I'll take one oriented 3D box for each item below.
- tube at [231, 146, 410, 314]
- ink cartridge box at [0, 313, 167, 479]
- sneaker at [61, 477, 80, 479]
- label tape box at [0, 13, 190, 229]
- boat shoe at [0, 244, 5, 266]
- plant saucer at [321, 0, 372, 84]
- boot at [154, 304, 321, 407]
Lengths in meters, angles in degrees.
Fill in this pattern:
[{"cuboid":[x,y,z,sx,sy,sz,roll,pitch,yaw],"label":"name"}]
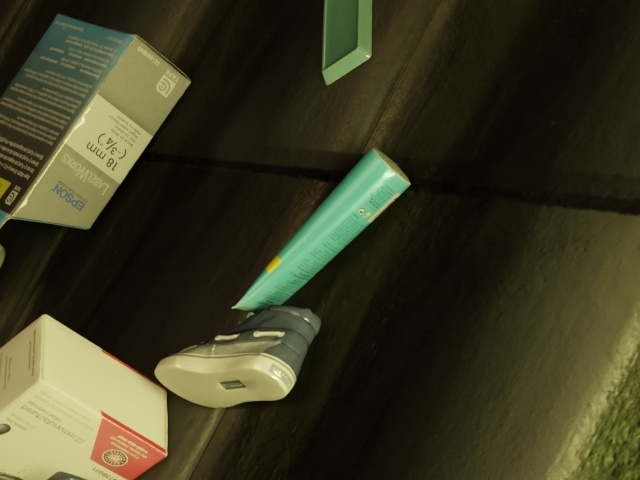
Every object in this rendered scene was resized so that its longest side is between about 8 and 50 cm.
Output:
[{"cuboid":[0.000,0.000,1.793,0.207,0.080,0.052,-46,63,8],"label":"tube"},{"cuboid":[-0.298,0.207,1.875,0.237,0.172,0.100,-37,36,25],"label":"ink cartridge box"},{"cuboid":[-0.225,0.324,1.714,0.091,0.126,0.240,-37,36,26],"label":"sneaker"},{"cuboid":[-0.339,-0.109,2.280,0.334,0.106,0.240,-56,32,-7],"label":"label tape box"},{"cuboid":[-0.525,0.002,2.425,0.118,0.103,0.320,-58,33,-7],"label":"boat shoe"},{"cuboid":[0.028,-0.257,2.038,0.067,0.018,0.192,-31,39,32],"label":"plant saucer"},{"cuboid":[-0.079,0.111,1.797,0.190,0.069,0.086,-4,45,46],"label":"boot"}]
